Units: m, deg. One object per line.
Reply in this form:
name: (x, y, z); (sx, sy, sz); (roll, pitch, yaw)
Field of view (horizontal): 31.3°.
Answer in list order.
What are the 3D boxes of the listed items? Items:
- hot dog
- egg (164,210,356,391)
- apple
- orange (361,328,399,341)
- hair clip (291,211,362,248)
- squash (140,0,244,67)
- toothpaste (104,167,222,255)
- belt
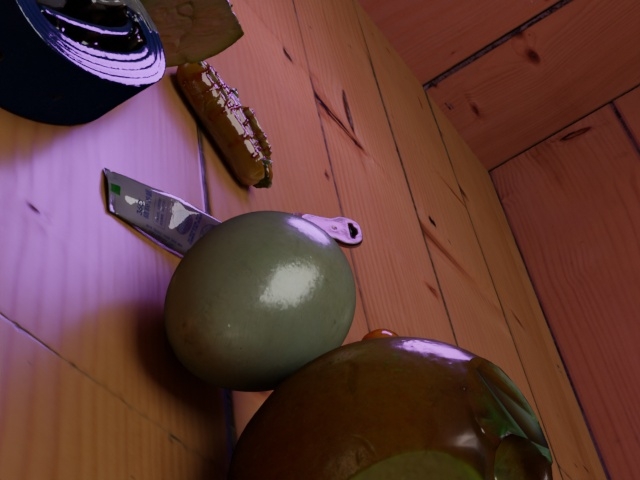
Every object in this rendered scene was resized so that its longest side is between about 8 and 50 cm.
hot dog: (-0.147, -0.195, 1.881); (0.250, 0.076, 0.104); (56, 16, -5)
egg: (-0.079, 0.077, 1.386); (0.218, 0.218, 0.295); (61, 31, 4)
apple: (0.089, 0.298, 1.264); (0.374, 0.374, 0.384); (38, 33, -51)
orange: (0.104, 0.191, 1.941); (0.083, 0.083, 0.083); (51, 19, -25)
hair clip: (-0.006, 0.007, 2.025); (0.138, 0.102, 0.123); (6, 46, -29)
squash: (-0.272, -0.437, 1.708); (0.233, 0.210, 0.309); (55, 15, -70)
toothpaste: (-0.177, -0.009, 1.537); (0.301, 0.048, 0.075); (33, 58, -43)
belt: (-0.325, -0.257, 1.413); (0.212, 0.117, 0.347); (62, 19, 3)
